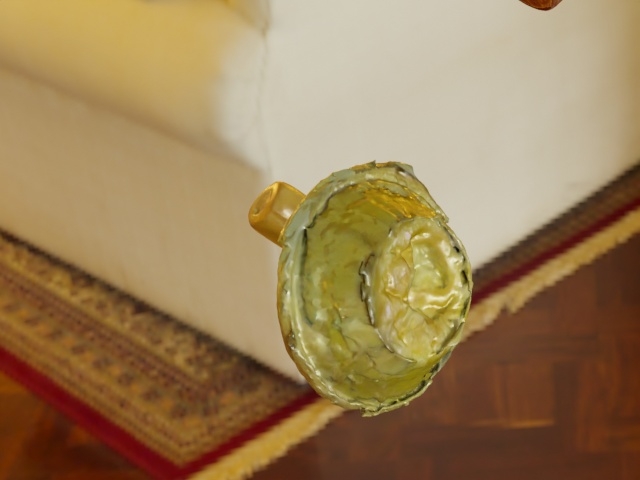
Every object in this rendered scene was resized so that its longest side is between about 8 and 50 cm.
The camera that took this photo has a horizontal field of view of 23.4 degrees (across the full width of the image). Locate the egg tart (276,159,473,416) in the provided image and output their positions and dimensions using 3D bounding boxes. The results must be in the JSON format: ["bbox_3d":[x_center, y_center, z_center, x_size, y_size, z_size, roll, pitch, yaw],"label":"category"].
[{"bbox_3d":[0.085,0.053,1.838,0.315,0.315,0.120,-34,20,-37],"label":"egg tart"}]

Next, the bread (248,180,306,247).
[{"bbox_3d":[0.000,0.000,2.397,0.092,0.239,0.074,-47,29,19],"label":"bread"}]

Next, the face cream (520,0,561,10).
[{"bbox_3d":[0.214,-0.276,1.152,0.214,0.096,0.096,-44,38,-9],"label":"face cream"}]
